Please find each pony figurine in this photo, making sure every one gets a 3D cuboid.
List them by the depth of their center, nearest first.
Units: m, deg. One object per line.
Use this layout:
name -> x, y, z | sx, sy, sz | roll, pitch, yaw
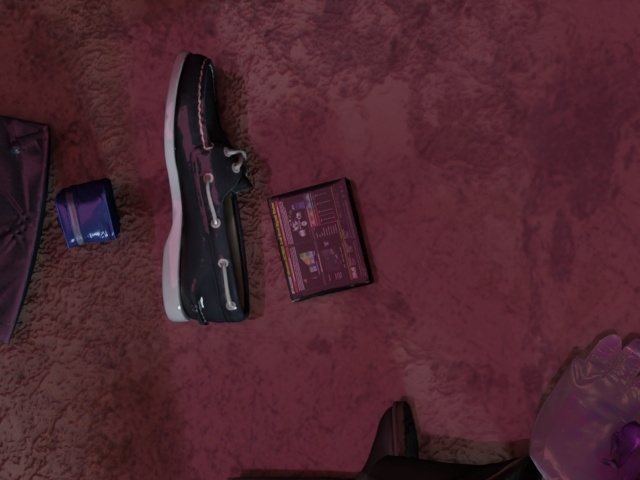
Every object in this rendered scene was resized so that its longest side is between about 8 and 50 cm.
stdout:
pony figurine -> 0.306, 0.285, 1.358 | 0.303, 0.363, 0.351 | 46, 71, 1

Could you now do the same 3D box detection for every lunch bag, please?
lunch bag -> -0.264, -0.031, 1.599 | 0.065, 0.098, 0.067 | -11, 97, -2

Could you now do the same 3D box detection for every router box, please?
router box -> 0.000, 0.000, 1.580 | 0.092, 0.038, 0.122 | -14, 87, 9

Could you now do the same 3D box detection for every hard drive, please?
hard drive -> -0.400, -0.021, 1.643 | 0.172, 0.054, 0.254 | 11, 91, 10

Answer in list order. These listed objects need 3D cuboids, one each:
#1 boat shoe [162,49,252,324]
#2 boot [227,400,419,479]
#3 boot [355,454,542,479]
boat shoe -> -0.119, -0.058, 1.571 | 0.091, 0.114, 0.302 | 2, 101, 11
boot -> 0.001, 0.269, 1.567 | 0.209, 0.076, 0.189 | 0, 87, 17
boot -> 0.142, 0.247, 1.492 | 0.137, 0.198, 0.076 | 17, 100, 31
